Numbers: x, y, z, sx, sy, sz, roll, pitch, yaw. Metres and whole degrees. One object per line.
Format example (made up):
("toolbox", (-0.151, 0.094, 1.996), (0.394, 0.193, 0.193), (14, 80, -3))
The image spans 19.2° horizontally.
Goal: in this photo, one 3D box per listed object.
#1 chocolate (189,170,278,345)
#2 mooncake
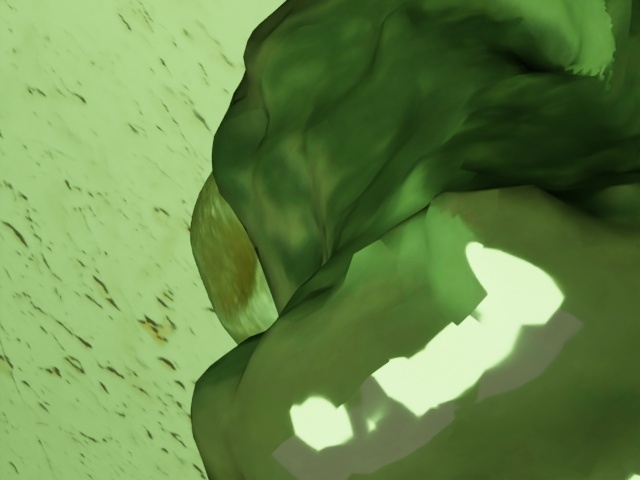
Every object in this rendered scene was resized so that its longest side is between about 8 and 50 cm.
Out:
("chocolate", (0.000, 0.000, 1.034), (0.161, 0.083, 0.261), (49, 146, 6))
("mooncake", (0.102, 0.051, 0.702), (0.212, 0.381, 0.350), (-35, 107, 18))
